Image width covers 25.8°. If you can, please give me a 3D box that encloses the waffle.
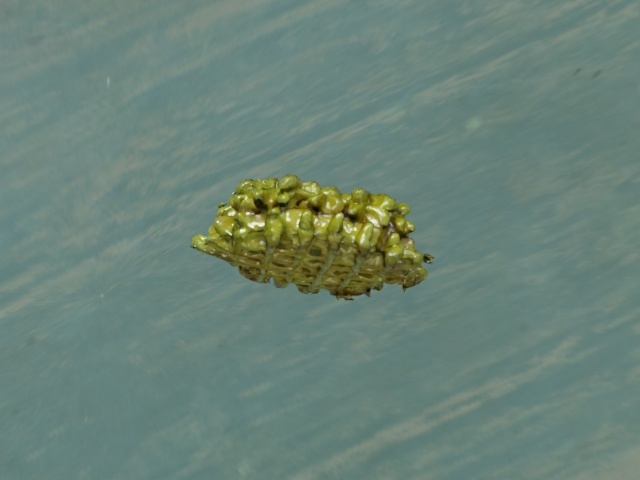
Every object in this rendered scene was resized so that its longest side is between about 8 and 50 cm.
[{"bbox_3d":[0.000,0.000,1.266,0.197,0.193,0.070,22,68,-38],"label":"waffle"}]
